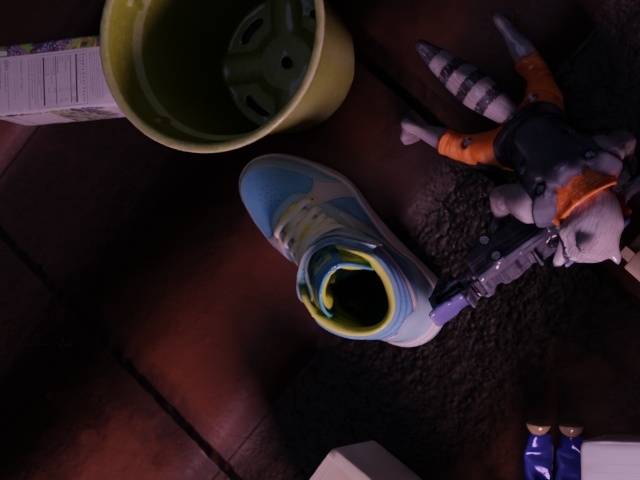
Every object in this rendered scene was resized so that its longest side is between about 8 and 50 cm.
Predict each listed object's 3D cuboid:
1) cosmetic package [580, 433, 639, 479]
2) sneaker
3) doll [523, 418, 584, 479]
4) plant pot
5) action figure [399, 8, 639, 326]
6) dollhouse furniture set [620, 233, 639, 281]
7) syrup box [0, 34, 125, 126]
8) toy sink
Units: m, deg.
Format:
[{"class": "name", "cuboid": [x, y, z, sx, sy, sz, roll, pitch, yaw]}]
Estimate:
[{"class": "cosmetic package", "cuboid": [0.373, 0.308, 1.755, 0.151, 0.151, 0.184, -1, 85, 21]}, {"class": "sneaker", "cuboid": [0.000, 0.000, 1.883, 0.319, 0.208, 0.127, 39, 102, 18]}, {"class": "doll", "cuboid": [0.261, 0.303, 1.853, 0.129, 0.046, 0.189, 3, 94, 11]}, {"class": "plant pot", "cuboid": [-0.082, -0.229, 1.903, 0.276, 0.254, 0.276, -1, 87, 20]}, {"class": "action figure", "cuboid": [0.209, -0.073, 1.815, 0.341, 0.178, 0.330, -42, 54, 0]}, {"class": "dollhouse furniture set", "cuboid": [0.416, 0.014, 1.757, 0.144, 0.151, 0.123, 43, 101, 15]}, {"class": "syrup box", "cuboid": [-0.305, -0.208, 2.070, 0.237, 0.093, 0.096, -5, 85, 20]}, {"class": "toy sink", "cuboid": [0.089, 0.357, 1.860, 0.234, 0.153, 0.131, 38, 100, 17]}]
